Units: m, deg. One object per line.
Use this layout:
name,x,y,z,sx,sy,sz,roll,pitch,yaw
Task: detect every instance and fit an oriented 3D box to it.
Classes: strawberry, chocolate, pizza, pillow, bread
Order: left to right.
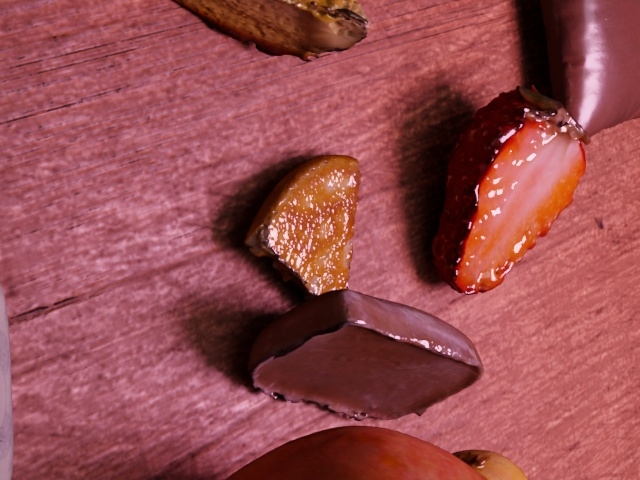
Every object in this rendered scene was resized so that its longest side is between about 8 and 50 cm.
bread,-0.046,-0.227,1.326,0.169,0.140,0.160,-38,104,-34
pizza,0.000,0.000,1.443,0.185,0.036,0.176,-53,133,-39
chocolate,0.043,0.104,1.419,0.261,0.161,0.083,23,47,-47
strawberry,0.185,-0.061,1.593,0.236,0.111,0.190,-58,141,0
pillow,0.369,-0.284,1.766,0.308,0.108,0.305,-17,102,-45

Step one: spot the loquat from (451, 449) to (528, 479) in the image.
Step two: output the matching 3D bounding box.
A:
loquat,0.161,0.298,1.523,0.163,0.137,0.163,1,90,-75

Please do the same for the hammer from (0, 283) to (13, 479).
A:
hammer,-0.367,0.116,1.029,0.305,0.113,0.202,-2,88,-40

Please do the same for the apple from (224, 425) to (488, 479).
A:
apple,0.024,0.359,1.211,0.391,0.346,0.391,0,91,-5
